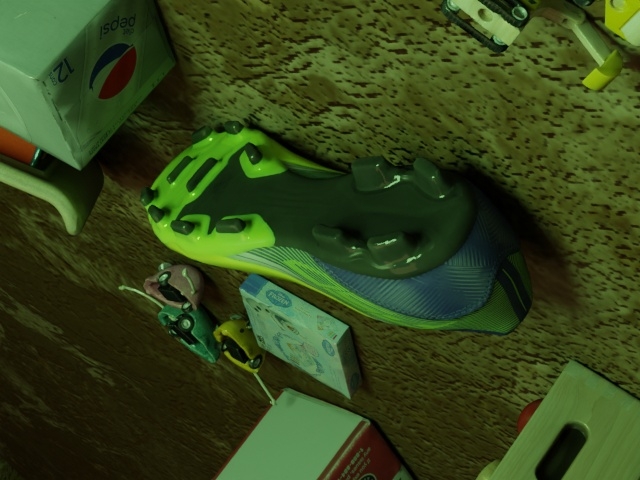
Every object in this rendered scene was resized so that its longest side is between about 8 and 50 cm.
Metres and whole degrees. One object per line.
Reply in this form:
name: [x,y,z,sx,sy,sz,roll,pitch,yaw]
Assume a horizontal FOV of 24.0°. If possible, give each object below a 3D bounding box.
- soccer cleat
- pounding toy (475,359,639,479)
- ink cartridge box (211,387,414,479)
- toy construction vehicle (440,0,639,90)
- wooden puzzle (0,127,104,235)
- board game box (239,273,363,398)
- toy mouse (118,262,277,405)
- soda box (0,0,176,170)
soccer cleat: [0.000,0.001,0.876,0.289,0.093,0.121,13,153,49]
pounding toy: [0.126,0.151,0.899,0.100,0.141,0.130,32,157,17]
ink cartridge box: [0.010,0.292,1.288,0.114,0.197,0.273,15,149,45]
toy construction vehicle: [0.092,-0.109,0.597,0.098,0.035,0.086,36,148,1]
wooden puzzle: [-0.254,-0.090,1.019,0.238,0.044,0.221,28,-173,-8]
board game box: [-0.014,0.072,1.131,0.090,0.020,0.090,29,156,24]
toy mouse: [-0.104,0.055,1.225,0.143,0.031,0.161,24,154,33]
soda box: [-0.233,-0.156,0.926,0.286,0.098,0.091,27,156,25]
